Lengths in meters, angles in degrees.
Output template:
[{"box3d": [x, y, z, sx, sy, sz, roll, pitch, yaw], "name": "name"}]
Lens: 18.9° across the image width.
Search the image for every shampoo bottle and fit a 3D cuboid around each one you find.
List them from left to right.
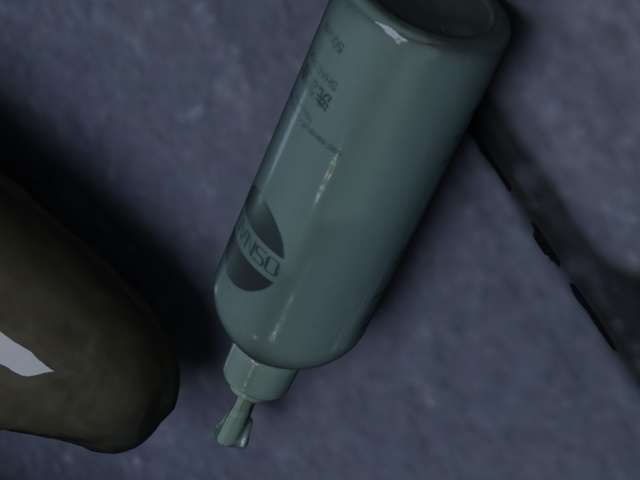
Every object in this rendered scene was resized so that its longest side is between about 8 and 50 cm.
[{"box3d": [0.000, 0.000, 0.624, 0.056, 0.056, 0.195, 36, 126, 17], "name": "shampoo bottle"}]

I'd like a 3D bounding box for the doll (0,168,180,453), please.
[{"box3d": [-0.172, 0.151, 0.697, 0.382, 0.252, 0.378, 24, 123, 17], "name": "doll"}]
